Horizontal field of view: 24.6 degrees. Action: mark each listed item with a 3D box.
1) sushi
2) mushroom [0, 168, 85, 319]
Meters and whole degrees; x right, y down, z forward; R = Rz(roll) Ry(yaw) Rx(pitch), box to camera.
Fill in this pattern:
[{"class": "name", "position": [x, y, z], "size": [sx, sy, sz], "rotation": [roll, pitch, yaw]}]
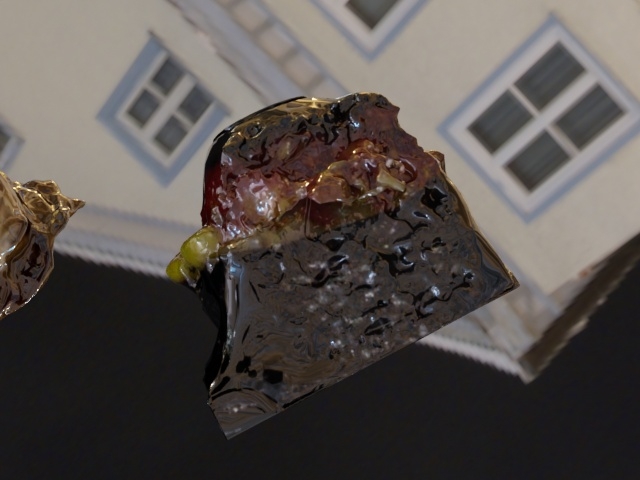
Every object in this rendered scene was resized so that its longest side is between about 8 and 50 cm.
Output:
[{"class": "sushi", "position": [0.000, 0.000, 0.822], "size": [0.172, 0.153, 0.150], "rotation": [-28, -96, 2]}, {"class": "mushroom", "position": [-0.365, -0.079, 0.884], "size": [0.356, 0.334, 0.331], "rotation": [40, -116, 20]}]
